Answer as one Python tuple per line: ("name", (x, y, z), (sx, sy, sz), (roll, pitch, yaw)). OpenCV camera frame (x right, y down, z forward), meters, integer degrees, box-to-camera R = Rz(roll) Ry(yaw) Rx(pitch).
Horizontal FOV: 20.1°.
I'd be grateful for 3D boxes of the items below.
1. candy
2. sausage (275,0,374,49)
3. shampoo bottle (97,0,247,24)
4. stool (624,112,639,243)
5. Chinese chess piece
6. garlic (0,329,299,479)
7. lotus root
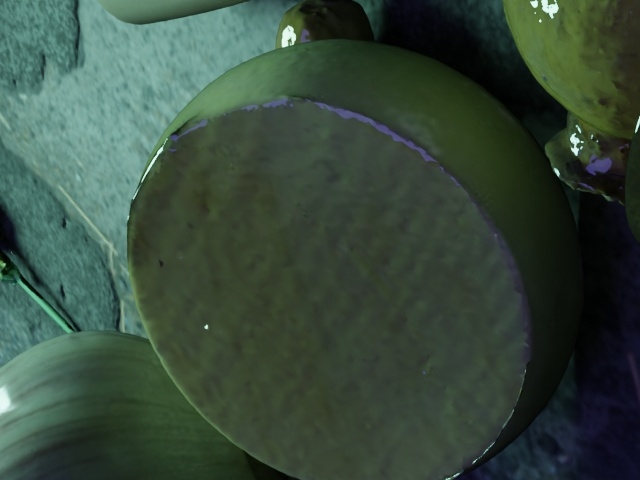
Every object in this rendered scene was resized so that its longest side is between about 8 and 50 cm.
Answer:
("candy", (-0.237, 0.027, 1.397), (0.185, 0.049, 0.055), (44, 167, 18))
("sausage", (0.000, 0.000, 1.069), (0.066, 0.066, 0.301), (29, 127, 39))
("shampoo bottle", (-0.045, -0.196, 1.011), (0.257, 0.078, 0.127), (-18, 78, 54))
("stool", (0.268, -0.001, 0.658), (0.264, 0.179, 0.179), (38, 134, 32))
("Chinese chess piece", (0.019, 0.015, 0.970), (0.251, 0.097, 0.250), (12, 119, 22))
("garlic", (-0.122, 0.221, 1.149), (0.317, 0.259, 0.317), (46, 179, 1))
("lotus root", (0.149, -0.148, 0.753), (0.131, 0.146, 0.303), (13, 125, -2))
